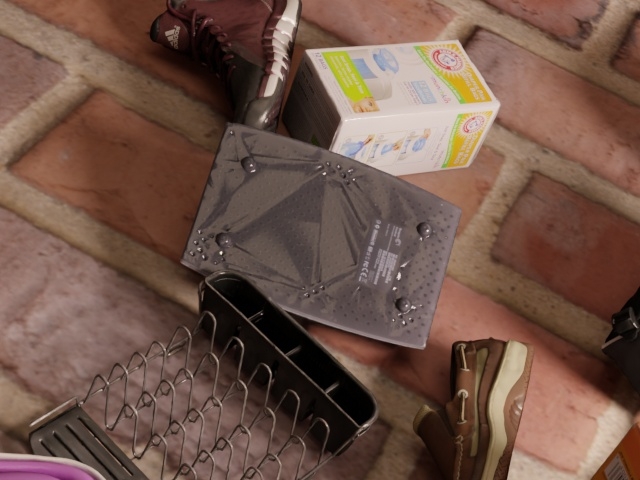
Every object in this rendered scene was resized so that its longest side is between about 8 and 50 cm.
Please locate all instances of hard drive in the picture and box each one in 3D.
[{"bbox_3d":[0.000,0.000,1.414,0.255,0.054,0.172,20,71,-10],"label":"hard drive"}]

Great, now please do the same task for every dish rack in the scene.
[{"bbox_3d":[-0.107,0.162,1.252,0.208,0.074,0.271,41,48,20],"label":"dish rack"}]

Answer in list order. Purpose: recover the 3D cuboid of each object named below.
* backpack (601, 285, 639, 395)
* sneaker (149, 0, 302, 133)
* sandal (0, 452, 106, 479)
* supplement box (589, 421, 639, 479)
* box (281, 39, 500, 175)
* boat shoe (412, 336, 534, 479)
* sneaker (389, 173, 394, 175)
[{"bbox_3d":[0.430,0.059,1.454,0.191,0.225,0.253,47,41,-6],"label":"backpack"},{"bbox_3d":[-0.116,-0.194,1.581,0.162,0.106,0.281,12,35,-3],"label":"sneaker"},{"bbox_3d":[-0.351,0.182,1.059,0.416,0.102,0.169,2,30,-27],"label":"sandal"},{"bbox_3d":[0.257,0.243,1.200,0.078,0.233,0.080,-1,52,-22],"label":"supplement box"},{"bbox_3d":[0.078,-0.145,1.592,0.203,0.103,0.114,-7,52,-27],"label":"box"},{"bbox_3d":[0.130,0.188,1.318,0.095,0.095,0.257,12,37,10],"label":"boat shoe"},{"bbox_3d":[0.086,-0.035,1.538,0.044,0.040,0.109,-14,55,-33],"label":"sneaker"}]
